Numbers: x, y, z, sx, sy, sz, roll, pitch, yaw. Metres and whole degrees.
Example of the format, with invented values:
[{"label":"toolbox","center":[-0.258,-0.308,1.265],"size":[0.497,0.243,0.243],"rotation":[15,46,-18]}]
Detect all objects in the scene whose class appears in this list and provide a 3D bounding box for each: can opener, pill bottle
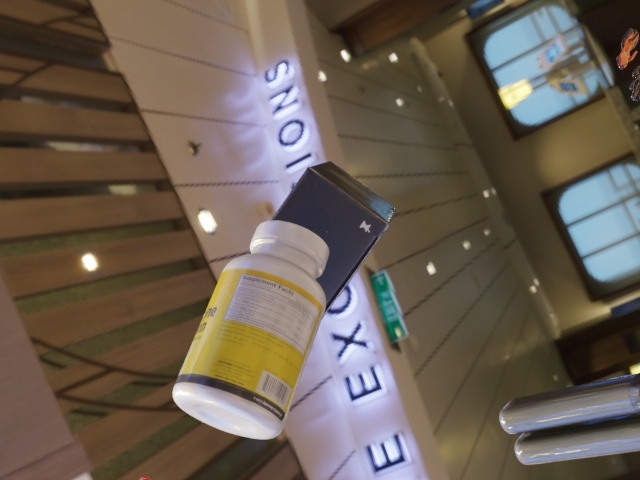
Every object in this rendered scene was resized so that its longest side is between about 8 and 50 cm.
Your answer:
[{"label":"can opener","center":[0.304,0.155,0.797],"size":[0.093,0.280,0.074],"rotation":[-30,-85,-53]},{"label":"pill bottle","center":[-0.055,0.078,0.772],"size":[0.103,0.103,0.184],"rotation":[47,-126,-43]}]

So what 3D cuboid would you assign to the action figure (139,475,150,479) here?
[{"label":"action figure","center":[-0.144,0.274,0.799],"size":[0.038,0.030,0.115],"rotation":[-12,-122,-42]}]

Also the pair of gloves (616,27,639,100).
[{"label":"pair of gloves","center":[0.398,-0.223,1.078],"size":[0.074,0.010,0.083],"rotation":[-54,-55,-33]}]

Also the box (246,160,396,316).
[{"label":"box","center":[0.000,0.000,0.982],"size":[0.108,0.153,0.207],"rotation":[36,-171,2]}]
